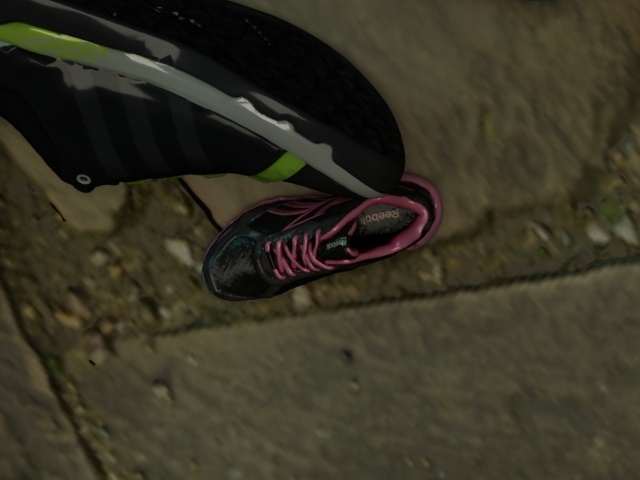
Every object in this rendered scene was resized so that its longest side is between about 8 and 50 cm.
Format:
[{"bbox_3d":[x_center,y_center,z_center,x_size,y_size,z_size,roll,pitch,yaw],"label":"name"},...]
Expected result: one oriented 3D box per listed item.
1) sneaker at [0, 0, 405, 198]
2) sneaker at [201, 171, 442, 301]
[{"bbox_3d":[-0.077,-0.063,0.708,0.234,0.084,0.097,24,121,-3],"label":"sneaker"},{"bbox_3d":[0.000,0.000,0.715,0.119,0.057,0.047,-20,100,3],"label":"sneaker"}]
